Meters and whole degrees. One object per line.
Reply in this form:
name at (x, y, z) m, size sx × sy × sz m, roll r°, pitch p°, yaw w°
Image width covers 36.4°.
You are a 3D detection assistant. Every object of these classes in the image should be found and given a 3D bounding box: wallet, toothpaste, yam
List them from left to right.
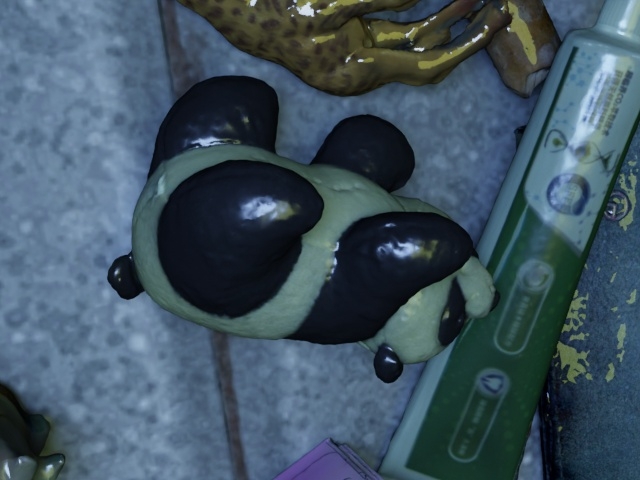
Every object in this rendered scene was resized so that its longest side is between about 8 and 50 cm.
yam at (0.091, -0.200, 0.625) m, size 0.056 × 0.057 × 0.241 m, roll -36°, pitch 109°, yaw -11°
toothpaste at (0.142, 0.013, 0.651) m, size 0.098 × 0.061 × 0.392 m, roll 18°, pitch 104°, yaw 0°
wallet at (0.245, 0.088, 0.732) m, size 0.190 × 0.046 × 0.379 m, roll -10°, pitch 103°, yaw -16°

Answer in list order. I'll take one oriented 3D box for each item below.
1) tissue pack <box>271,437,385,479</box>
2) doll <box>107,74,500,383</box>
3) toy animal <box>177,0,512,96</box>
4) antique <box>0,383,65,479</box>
tissue pack at (0.025, 0.277, 0.658) m, size 0.148 × 0.092 × 0.246 m, roll -35°, pitch 108°, yaw -13°
doll at (-0.002, -0.001, 0.587) m, size 0.234 × 0.144 × 0.135 m, roll 11°, pitch 124°, yaw -21°
toy animal at (-0.017, -0.152, 0.583) m, size 0.275 × 0.054 × 0.149 m, roll -1°, pitch 130°, yaw -4°
antique at (-0.277, 0.083, 0.498) m, size 0.284 × 0.125 × 0.150 m, roll 30°, pitch 88°, yaw -22°
